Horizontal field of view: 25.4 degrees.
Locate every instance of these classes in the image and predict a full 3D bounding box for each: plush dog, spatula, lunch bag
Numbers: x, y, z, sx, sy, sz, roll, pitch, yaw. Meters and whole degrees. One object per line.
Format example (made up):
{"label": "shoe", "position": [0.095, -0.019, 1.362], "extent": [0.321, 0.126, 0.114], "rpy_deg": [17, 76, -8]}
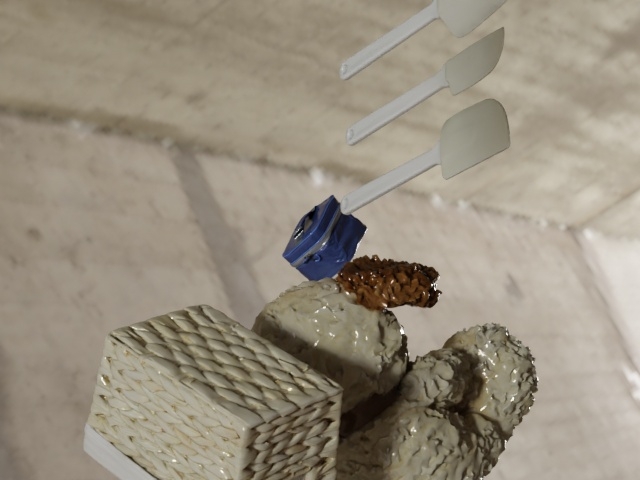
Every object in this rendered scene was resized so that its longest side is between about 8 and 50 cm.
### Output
{"label": "plush dog", "position": [0.028, 0.134, 1.149], "extent": [0.225, 0.262, 0.210], "rpy_deg": [52, -165, -13]}
{"label": "spatula", "position": [0.078, -0.116, 1.109], "extent": [0.019, 0.242, 0.168], "rpy_deg": [6, -106, -27]}
{"label": "lunch bag", "position": [0.000, 0.000, 1.558], "extent": [0.065, 0.067, 0.098], "rpy_deg": [43, -147, -10]}

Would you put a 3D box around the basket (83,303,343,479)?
{"label": "basket", "position": [-0.077, 0.128, 1.017], "extent": [0.167, 0.103, 0.113], "rpy_deg": [27, -151, 37]}
